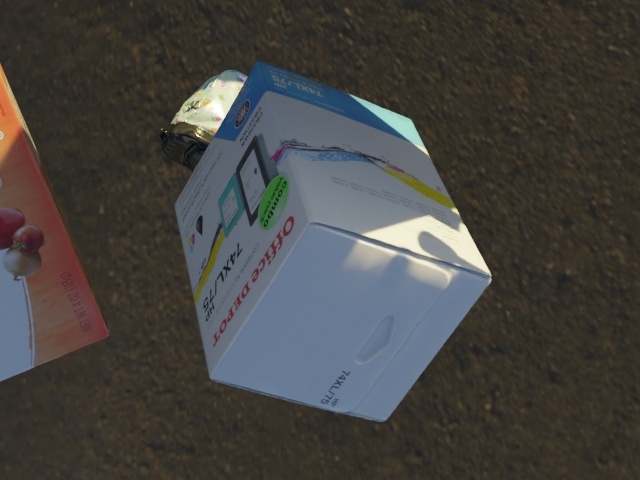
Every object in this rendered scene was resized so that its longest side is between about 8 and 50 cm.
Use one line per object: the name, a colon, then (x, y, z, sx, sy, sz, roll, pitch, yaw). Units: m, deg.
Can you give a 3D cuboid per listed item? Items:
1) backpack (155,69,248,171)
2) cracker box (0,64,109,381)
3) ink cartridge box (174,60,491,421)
backpack: (-0.167, -0.194, 1.959, 0.152, 0.182, 0.115, 40, 142, -20)
cracker box: (-0.244, 0.017, 0.590, 0.232, 0.067, 0.155, -22, 117, -9)
ink cartridge box: (0.000, 0.000, 1.140, 0.197, 0.270, 0.198, 18, 121, -27)
